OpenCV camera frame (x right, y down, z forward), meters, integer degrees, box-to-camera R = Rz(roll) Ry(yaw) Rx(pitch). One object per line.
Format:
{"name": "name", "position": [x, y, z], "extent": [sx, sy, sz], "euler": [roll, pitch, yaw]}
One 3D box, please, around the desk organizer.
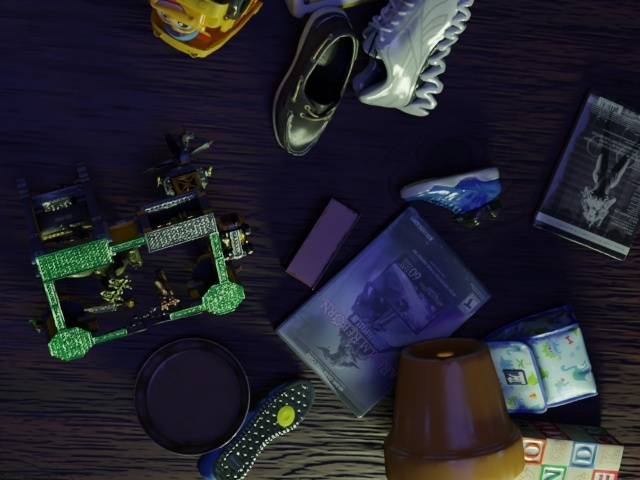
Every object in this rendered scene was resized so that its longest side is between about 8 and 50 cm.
{"name": "desk organizer", "position": [0.000, 0.000, 1.994], "extent": [0.050, 0.047, 0.130], "euler": [32, 94, -14]}

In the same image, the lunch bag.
{"name": "lunch bag", "position": [0.329, 0.185, 2.084], "extent": [0.151, 0.096, 0.129], "euler": [-16, 108, 7]}

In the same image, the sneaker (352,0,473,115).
{"name": "sneaker", "position": [0.126, -0.296, 1.867], "extent": [0.118, 0.110, 0.292], "euler": [1, 128, -20]}

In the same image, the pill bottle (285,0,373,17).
{"name": "pill bottle", "position": [0.039, -0.373, 1.888], "extent": [0.184, 0.103, 0.103], "euler": [-15, 105, -9]}

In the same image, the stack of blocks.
{"name": "stack of blocks", "position": [0.348, 0.435, 2.142], "extent": [0.171, 0.087, 0.297], "euler": [6, 101, -13]}

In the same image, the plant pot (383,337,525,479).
{"name": "plant pot", "position": [0.187, 0.247, 2.009], "extent": [0.205, 0.205, 0.188], "euler": [-9, 100, -10]}

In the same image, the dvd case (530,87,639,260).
{"name": "dvd case", "position": [0.431, -0.097, 2.077], "extent": [0.164, 0.018, 0.221], "euler": [20, 97, -17]}

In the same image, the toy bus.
{"name": "toy bus", "position": [-0.156, -0.317, 1.800], "extent": [0.149, 0.220, 0.211], "euler": [31, 133, 4]}

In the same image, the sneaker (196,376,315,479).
{"name": "sneaker", "position": [-0.100, 0.272, 2.027], "extent": [0.209, 0.082, 0.069], "euler": [-44, 117, -20]}

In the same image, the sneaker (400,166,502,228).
{"name": "sneaker", "position": [0.194, -0.054, 2.015], "extent": [0.152, 0.058, 0.084], "euler": [-12, 96, -16]}

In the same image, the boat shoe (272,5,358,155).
{"name": "boat shoe", "position": [-0.008, -0.207, 1.897], "extent": [0.081, 0.068, 0.227], "euler": [2, 126, -24]}

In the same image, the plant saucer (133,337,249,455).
{"name": "plant saucer", "position": [-0.184, 0.226, 1.986], "extent": [0.168, 0.029, 0.168], "euler": [-1, 79, 4]}

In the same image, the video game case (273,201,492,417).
{"name": "video game case", "position": [0.094, 0.105, 2.049], "extent": [0.274, 0.026, 0.196], "euler": [-43, 107, -1]}

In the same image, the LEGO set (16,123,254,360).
{"name": "LEGO set", "position": [-0.270, -0.003, 1.899], "extent": [0.331, 0.192, 0.255], "euler": [-22, 135, -3]}
